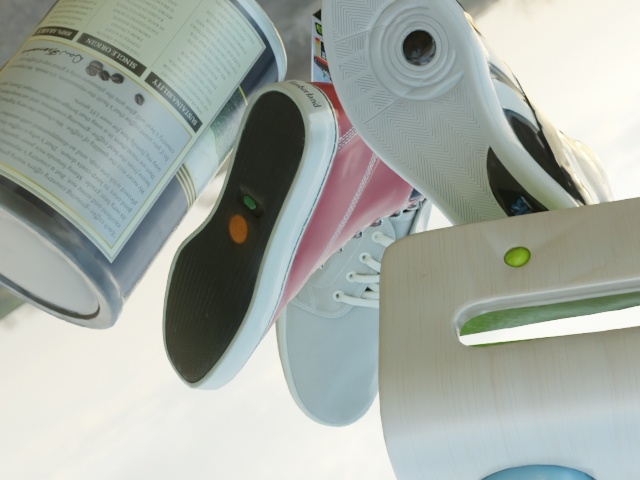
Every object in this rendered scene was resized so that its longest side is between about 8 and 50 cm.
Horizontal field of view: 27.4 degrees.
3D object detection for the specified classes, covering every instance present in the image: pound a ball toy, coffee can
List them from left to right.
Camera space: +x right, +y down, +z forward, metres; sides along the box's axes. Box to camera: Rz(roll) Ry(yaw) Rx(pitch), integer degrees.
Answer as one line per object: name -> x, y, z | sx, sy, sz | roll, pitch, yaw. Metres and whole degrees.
coffee can -> -0.182, -0.093, 1.111 | 0.275, 0.201, 0.201 | -57, -165, -23
pound a ball toy -> 0.205, 0.085, 0.611 | 0.319, 0.208, 0.136 | -8, -129, 14

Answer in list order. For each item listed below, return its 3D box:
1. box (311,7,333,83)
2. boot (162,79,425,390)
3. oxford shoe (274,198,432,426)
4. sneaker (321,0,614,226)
box -> 0.074, -0.108, 1.128 | 0.036, 0.207, 0.114 | -37, 152, -24
boot -> 0.000, 0.000, 0.903 | 0.176, 0.088, 0.244 | -6, 134, -44
oxford shoe -> 0.053, 0.020, 1.530 | 0.169, 0.450, 0.130 | 0, -161, -34
sneaker -> 0.086, -0.061, 0.714 | 0.079, 0.217, 0.121 | -34, 178, 24
